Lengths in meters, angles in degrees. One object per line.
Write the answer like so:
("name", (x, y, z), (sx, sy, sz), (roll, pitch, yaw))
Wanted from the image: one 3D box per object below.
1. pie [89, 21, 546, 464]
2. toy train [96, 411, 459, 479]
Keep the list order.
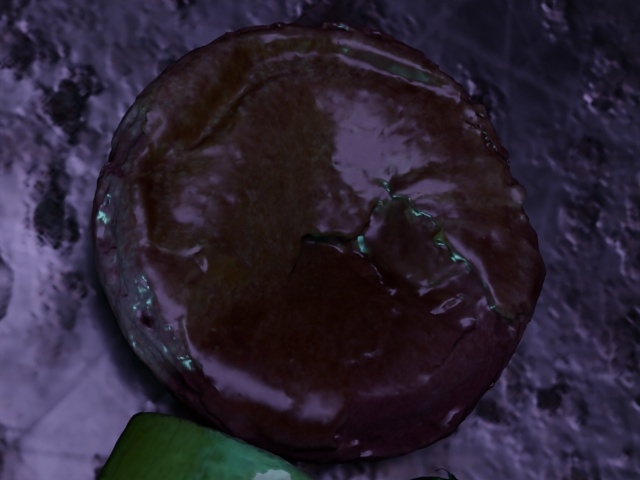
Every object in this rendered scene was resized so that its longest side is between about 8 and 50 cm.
("pie", (0.000, 0.000, 0.778), (0.182, 0.049, 0.182), (6, 70, -16))
("toy train", (-0.049, 0.194, 0.665), (0.189, 0.126, 0.307), (29, 70, -2))
